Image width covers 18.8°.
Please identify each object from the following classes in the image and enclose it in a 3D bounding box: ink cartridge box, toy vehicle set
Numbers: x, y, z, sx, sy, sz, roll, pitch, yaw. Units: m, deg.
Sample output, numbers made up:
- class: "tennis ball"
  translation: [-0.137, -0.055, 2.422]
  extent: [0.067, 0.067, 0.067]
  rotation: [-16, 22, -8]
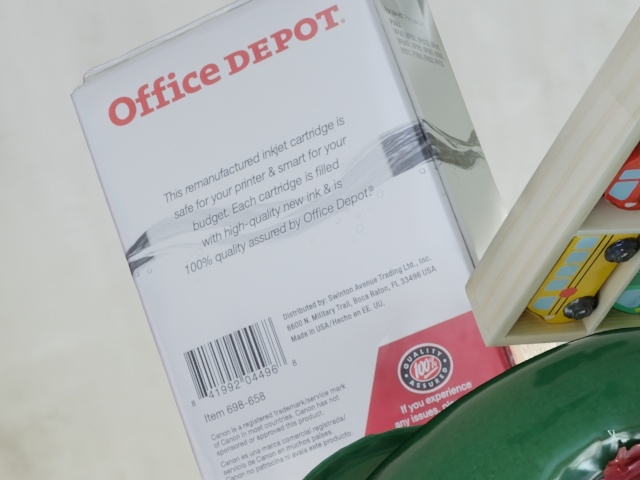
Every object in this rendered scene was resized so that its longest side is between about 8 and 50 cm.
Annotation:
- class: "ink cartridge box"
  translation: [0.000, 0.000, 1.117]
  extent: [0.197, 0.273, 0.114]
  rotation: [-23, 171, 20]
- class: "toy vehicle set"
  translation: [0.186, -0.045, 0.836]
  extent: [0.166, 0.035, 0.267]
  rotation: [-3, 146, -23]

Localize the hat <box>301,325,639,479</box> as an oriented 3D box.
- class: "hat"
  translation: [0.097, 0.039, 0.612]
  extent: [0.208, 0.183, 0.173]
  rotation: [5, -150, -2]
